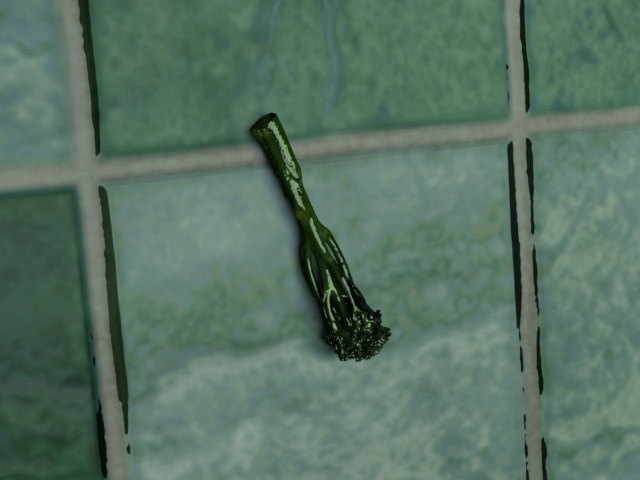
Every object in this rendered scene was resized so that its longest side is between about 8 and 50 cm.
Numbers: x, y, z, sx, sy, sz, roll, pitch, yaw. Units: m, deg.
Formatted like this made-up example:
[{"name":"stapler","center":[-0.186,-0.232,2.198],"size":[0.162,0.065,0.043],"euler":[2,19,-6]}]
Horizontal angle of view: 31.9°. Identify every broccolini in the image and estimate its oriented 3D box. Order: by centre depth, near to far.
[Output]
[{"name":"broccolini","center":[0.000,0.000,0.580],"size":[0.030,0.035,0.140],"euler":[-28,105,-23]}]
